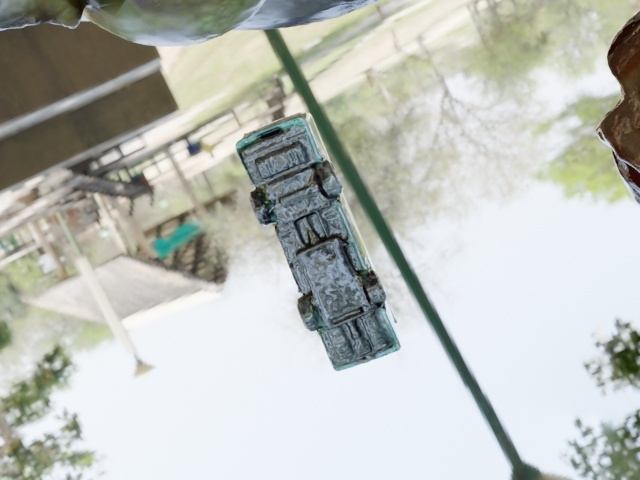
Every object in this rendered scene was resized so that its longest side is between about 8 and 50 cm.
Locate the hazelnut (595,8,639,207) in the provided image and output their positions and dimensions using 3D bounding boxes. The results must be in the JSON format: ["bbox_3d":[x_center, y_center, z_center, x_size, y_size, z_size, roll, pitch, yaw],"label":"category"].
[{"bbox_3d":[0.285,-0.082,0.712,0.160,0.202,0.170,-30,157,38],"label":"hazelnut"}]

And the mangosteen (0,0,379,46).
[{"bbox_3d":[-0.044,-0.223,0.440,0.311,0.311,0.311,-26,-173,3],"label":"mangosteen"}]

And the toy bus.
[{"bbox_3d":[0.000,0.000,1.017,0.091,0.262,0.109,-19,-164,7],"label":"toy bus"}]
